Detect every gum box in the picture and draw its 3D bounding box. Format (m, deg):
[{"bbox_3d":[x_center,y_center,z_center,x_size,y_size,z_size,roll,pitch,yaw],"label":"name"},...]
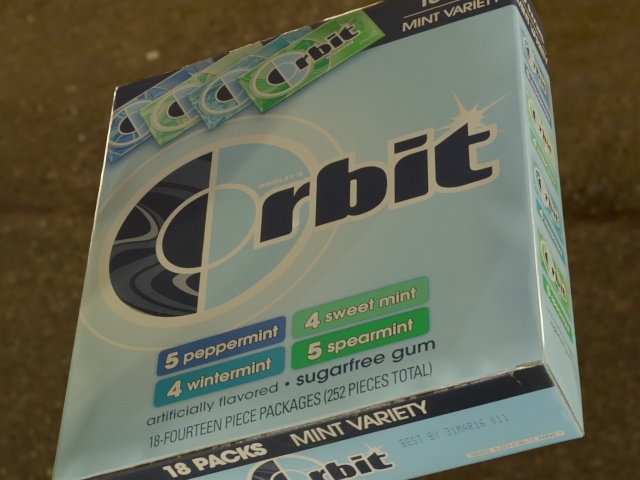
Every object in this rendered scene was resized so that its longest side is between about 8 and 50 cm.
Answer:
[{"bbox_3d":[0.000,0.000,0.582,0.157,0.041,0.184,-17,43,18],"label":"gum box"}]
